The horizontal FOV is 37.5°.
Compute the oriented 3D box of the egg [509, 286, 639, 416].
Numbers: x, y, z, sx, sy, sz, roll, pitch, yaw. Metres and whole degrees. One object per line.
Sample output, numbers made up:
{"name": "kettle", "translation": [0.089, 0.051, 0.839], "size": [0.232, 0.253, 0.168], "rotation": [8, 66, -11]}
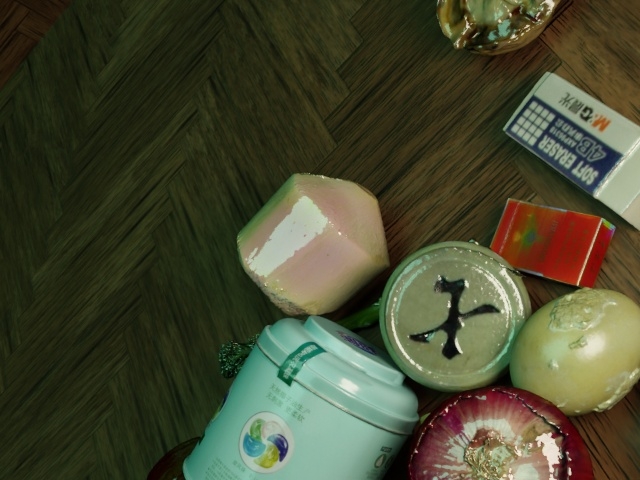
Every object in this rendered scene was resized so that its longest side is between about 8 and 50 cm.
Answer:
{"name": "egg", "translation": [0.352, 0.151, 1.289], "size": [0.201, 0.164, 0.164], "rotation": [-39, 46, 6]}

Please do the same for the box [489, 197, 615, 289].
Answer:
{"name": "box", "translation": [0.349, 0.007, 1.442], "size": [0.175, 0.048, 0.112], "rotation": [18, 85, 46]}

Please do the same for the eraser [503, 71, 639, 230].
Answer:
{"name": "eraser", "translation": [0.413, -0.142, 1.432], "size": [0.124, 0.081, 0.279], "rotation": [-53, 44, 10]}

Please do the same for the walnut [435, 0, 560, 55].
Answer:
{"name": "walnut", "translation": [0.322, -0.410, 1.616], "size": [0.238, 0.141, 0.204], "rotation": [-6, 78, 41]}

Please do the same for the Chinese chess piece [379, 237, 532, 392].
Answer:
{"name": "Chinese chess piece", "translation": [0.202, 0.110, 1.420], "size": [0.238, 0.092, 0.238], "rotation": [-1, 86, 10]}

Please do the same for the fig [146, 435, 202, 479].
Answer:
{"name": "fig", "translation": [-0.194, 0.402, 1.691], "size": [0.190, 0.190, 0.290], "rotation": [-3, 50, 43]}

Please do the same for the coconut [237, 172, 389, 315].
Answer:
{"name": "coconut", "translation": [0.000, 0.000, 1.648], "size": [0.245, 0.233, 0.233], "rotation": [-42, 46, 7]}

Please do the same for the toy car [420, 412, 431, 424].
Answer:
{"name": "toy car", "translation": [0.221, 0.363, 1.347], "size": [0.124, 0.101, 0.256], "rotation": [-25, 52, 22]}

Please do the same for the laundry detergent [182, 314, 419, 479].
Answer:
{"name": "laundry detergent", "translation": [-0.017, 0.291, 1.472], "size": [0.287, 0.287, 0.305], "rotation": [34, 95, 47]}

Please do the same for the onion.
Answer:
{"name": "onion", "translation": [0.233, 0.309, 1.220], "size": [0.248, 0.161, 0.248], "rotation": [-11, 50, 14]}

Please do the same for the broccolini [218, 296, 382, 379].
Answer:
{"name": "broccolini", "translation": [-0.035, 0.164, 1.709], "size": [0.392, 0.074, 0.079], "rotation": [-28, 44, 30]}
